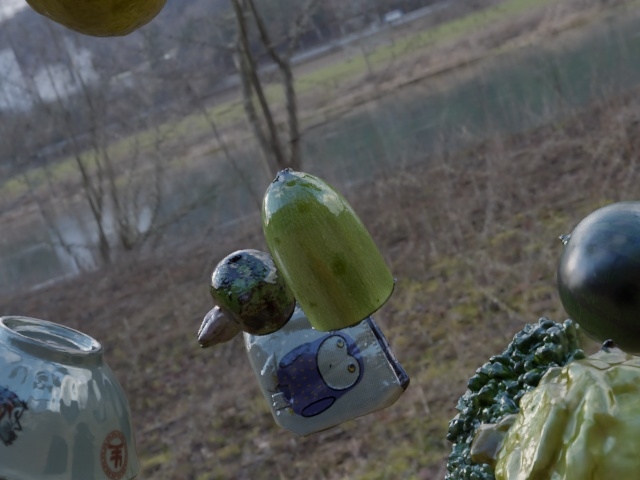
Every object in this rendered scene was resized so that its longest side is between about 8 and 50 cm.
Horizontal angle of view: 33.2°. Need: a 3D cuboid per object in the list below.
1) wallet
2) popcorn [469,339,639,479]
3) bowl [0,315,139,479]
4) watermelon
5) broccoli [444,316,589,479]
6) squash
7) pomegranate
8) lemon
[{"bbox_3d":[-0.005,0.182,1.907,0.275,0.335,0.068,-36,-26,18],"label":"wallet"},{"bbox_3d":[0.259,0.182,0.925,0.266,0.192,0.233,-5,-8,37],"label":"popcorn"},{"bbox_3d":[-0.386,0.198,1.451,0.337,0.157,0.337,18,4,-1],"label":"bowl"},{"bbox_3d":[0.489,0.055,1.668,0.242,0.242,0.242,-19,8,3],"label":"watermelon"},{"bbox_3d":[0.277,0.266,1.241,0.272,0.324,0.334,-16,39,-10],"label":"broccoli"},{"bbox_3d":[0.000,0.000,1.246,0.123,0.186,0.123,-25,19,9],"label":"squash"},{"bbox_3d":[-0.112,0.092,1.596,0.163,0.138,0.125,-52,-15,21],"label":"pomegranate"},{"bbox_3d":[-0.350,-0.448,1.674,0.285,0.316,0.285,-12,52,16],"label":"lemon"}]
